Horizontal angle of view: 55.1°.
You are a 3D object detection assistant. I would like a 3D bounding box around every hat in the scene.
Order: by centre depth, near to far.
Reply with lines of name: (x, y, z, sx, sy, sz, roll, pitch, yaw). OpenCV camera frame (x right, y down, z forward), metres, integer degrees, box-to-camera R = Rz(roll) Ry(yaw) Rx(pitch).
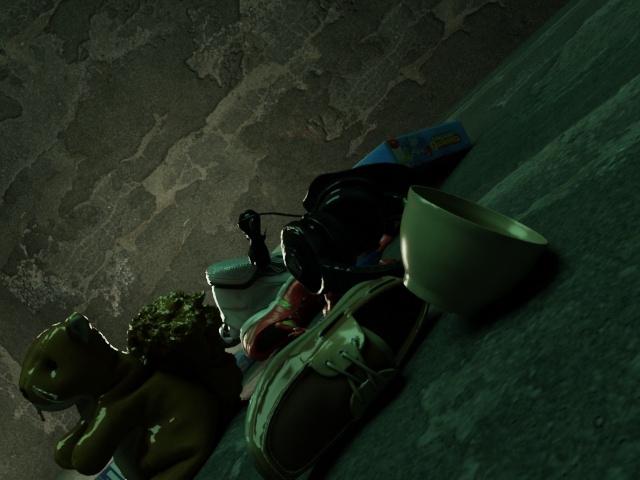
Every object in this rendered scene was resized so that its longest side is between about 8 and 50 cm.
hat: (0.111, -0.060, 1.520, 0.331, 0.134, 0.331, -6, -22, -2)

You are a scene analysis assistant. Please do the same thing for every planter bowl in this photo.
planter bowl: (0.158, 0.018, 0.697, 0.162, 0.162, 0.109, -63, -7, -74)

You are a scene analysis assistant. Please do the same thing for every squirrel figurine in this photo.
squirrel figurine: (-0.360, 0.272, 1.202, 0.397, 0.370, 0.281, -46, 6, -30)

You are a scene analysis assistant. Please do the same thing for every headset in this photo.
headset: (0.026, 0.010, 1.065, 0.394, 0.185, 0.243, 12, 37, 28)

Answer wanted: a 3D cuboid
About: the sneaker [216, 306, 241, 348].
sneaker: (-0.249, 0.239, 1.785, 0.343, 0.146, 0.134, -15, 65, 33)

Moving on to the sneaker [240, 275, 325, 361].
sneaker: (-0.063, 0.175, 1.412, 0.279, 0.107, 0.118, -46, 24, 1)

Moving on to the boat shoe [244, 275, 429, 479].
boat shoe: (0.031, 0.144, 0.734, 0.116, 0.123, 0.324, -34, 12, 49)

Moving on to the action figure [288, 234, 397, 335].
action figure: (0.028, 0.091, 1.123, 0.139, 0.091, 0.280, 1, 31, 29)

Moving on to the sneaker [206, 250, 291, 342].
sneaker: (-0.098, 0.139, 1.561, 0.365, 0.210, 0.137, -8, 10, -16)

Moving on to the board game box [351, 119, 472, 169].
board game box: (0.205, -0.191, 1.673, 0.302, 0.086, 0.308, -22, -9, -37)

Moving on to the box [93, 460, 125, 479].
box: (-0.439, 0.528, 1.342, 0.225, 0.036, 0.136, -44, 27, -27)

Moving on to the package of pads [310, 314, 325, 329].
package of pads: (0.009, 0.164, 1.163, 0.083, 0.032, 0.050, -45, 3, -14)

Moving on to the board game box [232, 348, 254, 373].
board game box: (-0.253, 0.356, 1.532, 0.211, 0.039, 0.160, -46, 6, -37)

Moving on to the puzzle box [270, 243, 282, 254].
puzzle box: (0.000, 0.000, 1.866, 0.272, 0.052, 0.409, -12, 22, 31)
